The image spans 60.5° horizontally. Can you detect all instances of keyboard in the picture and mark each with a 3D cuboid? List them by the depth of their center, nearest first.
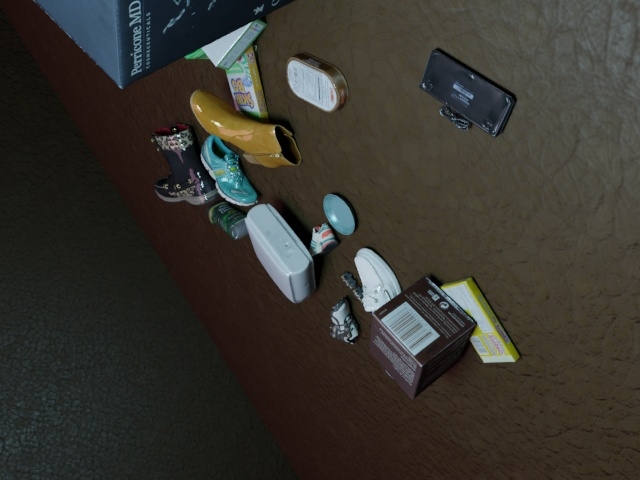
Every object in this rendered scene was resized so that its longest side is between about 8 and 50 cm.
[{"bbox_3d":[0.251,-0.251,0.969,0.180,0.023,0.108,44,142,26],"label":"keyboard"}]

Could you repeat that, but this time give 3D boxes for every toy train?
[{"bbox_3d":[0.115,0.154,1.586,0.158,0.027,0.036,52,162,10],"label":"toy train"}]

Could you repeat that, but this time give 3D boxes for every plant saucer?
[{"bbox_3d":[0.055,-0.073,1.456,0.119,0.021,0.119,37,145,32],"label":"plant saucer"}]

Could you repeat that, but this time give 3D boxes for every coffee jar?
[{"bbox_3d":[-0.332,-0.080,1.984,0.184,0.096,0.079,31,139,39],"label":"coffee jar"}]

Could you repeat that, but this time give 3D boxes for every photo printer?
[{"bbox_3d":[-0.120,0.054,1.711,0.256,0.107,0.308,51,166,20],"label":"photo printer"}]

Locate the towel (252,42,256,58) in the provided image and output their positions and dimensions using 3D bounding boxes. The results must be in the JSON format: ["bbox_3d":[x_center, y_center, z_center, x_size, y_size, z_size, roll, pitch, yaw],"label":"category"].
[{"bbox_3d":[-0.195,-0.506,1.433,0.083,0.009,0.060,46,149,22],"label":"towel"}]

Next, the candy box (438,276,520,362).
[{"bbox_3d":[0.353,0.181,1.231,0.206,0.027,0.105,58,152,-1],"label":"candy box"}]

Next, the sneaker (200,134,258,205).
[{"bbox_3d":[-0.299,-0.226,1.788,0.275,0.107,0.110,51,142,12],"label":"sneaker"}]

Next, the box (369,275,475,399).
[{"bbox_3d":[0.230,0.229,1.293,0.168,0.167,0.203,46,158,28],"label":"box"}]

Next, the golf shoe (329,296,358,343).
[{"bbox_3d":[0.082,0.249,1.696,0.093,0.077,0.198,30,149,24],"label":"golf shoe"}]

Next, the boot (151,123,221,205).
[{"bbox_3d":[-0.545,-0.287,2.069,0.377,0.138,0.284,15,132,47],"label":"boot"}]

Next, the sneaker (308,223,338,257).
[{"bbox_3d":[0.000,0.000,1.596,0.161,0.057,0.076,-41,65,64],"label":"sneaker"}]

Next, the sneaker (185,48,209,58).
[{"bbox_3d":[-0.313,-0.584,1.420,0.109,0.123,0.296,47,150,19],"label":"sneaker"}]

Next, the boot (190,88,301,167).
[{"bbox_3d":[-0.190,-0.305,1.473,0.211,0.104,0.295,5,150,47],"label":"boot"}]

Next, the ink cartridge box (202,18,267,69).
[{"bbox_3d":[-0.205,-0.529,1.325,0.209,0.062,0.109,-42,79,24],"label":"ink cartridge box"}]

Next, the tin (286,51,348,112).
[{"bbox_3d":[-0.012,-0.361,1.262,0.189,0.040,0.106,36,149,34],"label":"tin"}]

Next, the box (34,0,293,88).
[{"bbox_3d":[-0.229,-0.591,0.890,0.297,0.471,0.480,46,151,9],"label":"box"}]

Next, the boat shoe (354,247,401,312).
[{"bbox_3d":[0.157,0.155,1.442,0.277,0.096,0.098,60,152,-5],"label":"boat shoe"}]

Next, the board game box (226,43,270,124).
[{"bbox_3d":[-0.206,-0.432,1.489,0.124,0.039,0.260,32,149,38],"label":"board game box"}]
